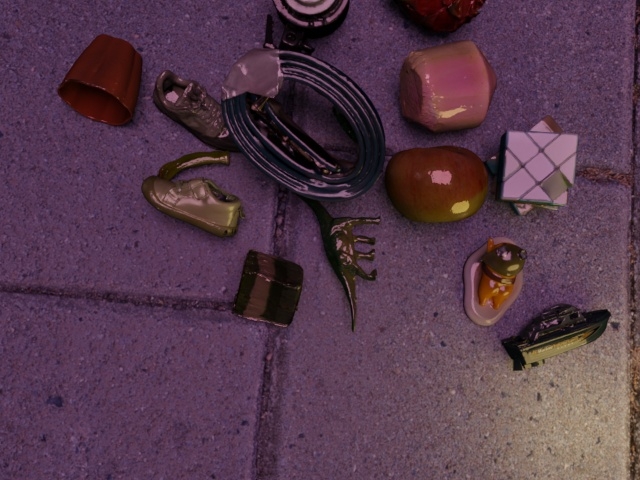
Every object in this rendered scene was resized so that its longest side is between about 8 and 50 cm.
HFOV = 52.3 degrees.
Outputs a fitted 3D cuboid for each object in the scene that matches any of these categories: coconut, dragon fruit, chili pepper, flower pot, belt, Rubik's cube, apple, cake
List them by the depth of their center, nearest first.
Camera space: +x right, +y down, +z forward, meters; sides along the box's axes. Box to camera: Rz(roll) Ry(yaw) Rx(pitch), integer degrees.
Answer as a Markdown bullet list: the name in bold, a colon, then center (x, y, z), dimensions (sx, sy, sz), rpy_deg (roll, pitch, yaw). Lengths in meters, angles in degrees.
- **cake**: center (-0.116, 0.078, 1.573), dimensions (0.158, 0.283, 0.172), rpy_deg (13, 65, -4)
- **belt**: center (-0.034, -0.285, 1.590), dimensions (0.437, 0.173, 0.300), rpy_deg (37, 103, -8)
- **flower pot**: center (-0.541, -0.412, 1.647), dimensions (0.191, 0.190, 0.173), rpy_deg (15, 68, -4)
- **apple**: center (0.292, -0.143, 1.658), dimensions (0.261, 0.261, 0.193), rpy_deg (-5, 99, -7)
- **chili pepper**: center (-0.334, -0.199, 1.697), dimensions (0.202, 0.050, 0.052), rpy_deg (-16, 48, -6)
- **coconut**: center (0.342, -0.401, 1.710), dimensions (0.245, 0.233, 0.233), rpy_deg (-12, 84, -14)
- **Rubik's cube**: center (0.550, -0.197, 1.714), dimensions (0.225, 0.213, 0.265), rpy_deg (6, 93, 9)
- **belt**: center (0.101, -0.321, 1.719), dimensions (0.079, 0.121, 0.151), rpy_deg (-40, 87, -8)
- **dragon fruit**: center (0.307, -0.679, 1.755), dimensions (0.293, 0.234, 0.233), rpy_deg (15, 81, 10)

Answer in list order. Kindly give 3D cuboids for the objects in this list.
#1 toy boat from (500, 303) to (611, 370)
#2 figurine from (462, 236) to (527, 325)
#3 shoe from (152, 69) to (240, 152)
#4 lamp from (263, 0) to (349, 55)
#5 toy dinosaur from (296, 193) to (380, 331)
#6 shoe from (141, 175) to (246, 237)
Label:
- **toy boat**: center (0.624, 0.235, 1.702), dimensions (0.296, 0.114, 0.122), rpy_deg (-20, 93, -8)
- **figurine**: center (0.470, 0.099, 1.692), dimensions (0.167, 0.141, 0.249), rpy_deg (13, 81, -6)
- **shoe**: center (-0.303, -0.329, 1.665), dimensions (0.293, 0.149, 0.109), rpy_deg (29, 78, -1)
- **lamp**: center (-0.018, -0.647, 1.675), dimensions (0.205, 0.272, 0.374), rpy_deg (23, 80, -4)
- **toy dinosaur**: center (0.000, 0.000, 1.684), dimensions (0.301, 0.087, 0.446), rpy_deg (8, 75, -6)
- **shoe**: center (-0.315, -0.102, 1.645), dimensions (0.262, 0.140, 0.128), rpy_deg (30, 90, -7)
